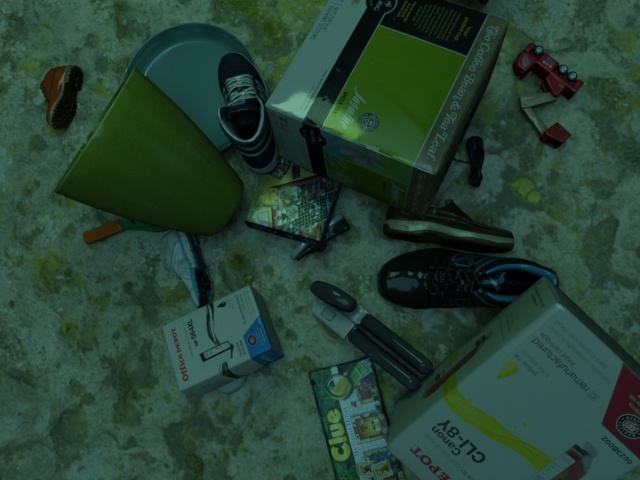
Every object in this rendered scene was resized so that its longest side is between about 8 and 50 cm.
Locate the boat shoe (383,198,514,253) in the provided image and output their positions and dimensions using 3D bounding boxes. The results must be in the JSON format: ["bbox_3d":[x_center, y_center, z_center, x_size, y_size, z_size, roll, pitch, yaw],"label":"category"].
[{"bbox_3d":[0.259,-0.039,1.061,0.258,0.095,0.095,10,79,8],"label":"boat shoe"}]

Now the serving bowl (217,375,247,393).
[{"bbox_3d":[-0.198,0.281,1.112,0.083,0.027,0.083,-1,83,7],"label":"serving bowl"}]

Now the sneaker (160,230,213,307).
[{"bbox_3d":[-0.292,0.060,1.134,0.083,0.071,0.190,-24,73,10],"label":"sneaker"}]

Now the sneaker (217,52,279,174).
[{"bbox_3d":[-0.157,-0.285,1.056,0.099,0.153,0.282,-19,75,4],"label":"sneaker"}]

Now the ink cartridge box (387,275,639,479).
[{"bbox_3d":[0.346,0.300,0.906,0.279,0.160,0.384,43,109,2],"label":"ink cartridge box"}]

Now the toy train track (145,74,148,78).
[{"bbox_3d":[-0.385,-0.324,1.168,0.048,0.014,0.083,-5,77,14],"label":"toy train track"}]

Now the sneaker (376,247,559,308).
[{"bbox_3d":[0.279,0.070,1.021,0.341,0.139,0.125,-2,84,7],"label":"sneaker"}]

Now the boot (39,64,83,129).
[{"bbox_3d":[-0.611,-0.330,1.219,0.085,0.059,0.157,7,76,11],"label":"boot"}]

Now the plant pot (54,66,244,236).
[{"bbox_3d":[-0.308,-0.136,1.041,0.294,0.275,0.274,33,88,-26],"label":"plant pot"}]

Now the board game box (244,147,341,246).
[{"bbox_3d":[-0.040,-0.122,1.105,0.165,0.042,0.243,16,73,9],"label":"board game box"}]

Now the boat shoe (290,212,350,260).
[{"bbox_3d":[0.000,0.000,1.110,0.142,0.049,0.040,-39,81,-1],"label":"boat shoe"}]

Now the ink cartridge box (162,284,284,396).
[{"bbox_3d":[-0.199,0.205,1.074,0.203,0.086,0.148,-26,64,3],"label":"ink cartridge box"}]

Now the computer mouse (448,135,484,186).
[{"bbox_3d":[0.245,-0.176,1.102,0.193,0.042,0.106,9,86,8],"label":"computer mouse"}]

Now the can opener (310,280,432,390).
[{"bbox_3d":[0.083,0.174,1.025,0.283,0.095,0.076,35,83,34],"label":"can opener"}]

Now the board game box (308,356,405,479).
[{"bbox_3d":[0.073,0.377,1.069,0.136,0.030,0.259,-17,82,7],"label":"board game box"}]

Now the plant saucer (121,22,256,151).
[{"bbox_3d":[-0.288,-0.328,1.184,0.318,0.044,0.317,-1,83,6],"label":"plant saucer"}]

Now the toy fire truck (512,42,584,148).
[{"bbox_3d":[0.458,-0.298,1.088,0.192,0.047,0.135,43,91,10],"label":"toy fire truck"}]

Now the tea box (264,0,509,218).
[{"bbox_3d":[0.126,-0.273,1.004,0.324,0.220,0.329,25,76,13],"label":"tea box"}]

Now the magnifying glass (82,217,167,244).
[{"bbox_3d":[-0.419,-0.043,1.179,0.231,0.026,0.092,-20,82,3],"label":"magnifying glass"}]

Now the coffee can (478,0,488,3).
[{"bbox_3d":[0.252,-0.630,1.072,0.275,0.201,0.201,26,87,9],"label":"coffee can"}]
